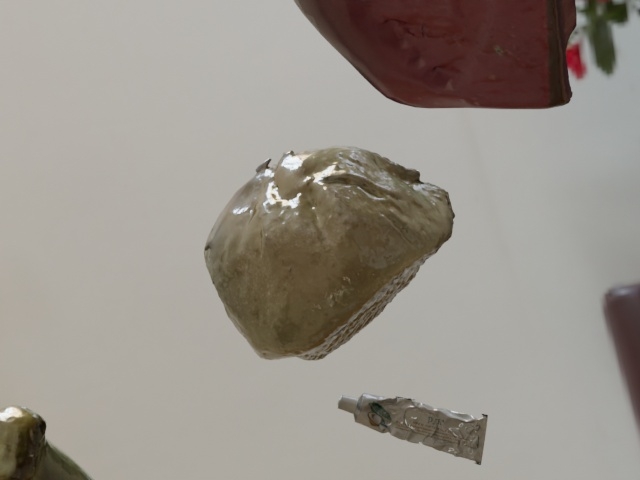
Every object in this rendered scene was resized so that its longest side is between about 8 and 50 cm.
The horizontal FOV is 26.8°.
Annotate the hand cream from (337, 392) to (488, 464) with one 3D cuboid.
[{"bbox_3d":[0.151,0.302,2.238,0.050,0.257,0.084,13,-91,-77],"label":"hand cream"}]

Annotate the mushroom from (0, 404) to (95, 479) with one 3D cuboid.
[{"bbox_3d":[-0.226,0.283,1.270,0.312,0.081,0.100,57,-135,-29],"label":"mushroom"}]

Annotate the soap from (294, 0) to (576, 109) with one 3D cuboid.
[{"bbox_3d":[0.079,-0.238,0.978,0.325,0.220,0.127,73,-156,-49],"label":"soap"}]

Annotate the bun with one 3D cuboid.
[{"bbox_3d":[-0.011,0.009,1.496,0.205,0.281,0.281,47,169,9],"label":"bun"}]
